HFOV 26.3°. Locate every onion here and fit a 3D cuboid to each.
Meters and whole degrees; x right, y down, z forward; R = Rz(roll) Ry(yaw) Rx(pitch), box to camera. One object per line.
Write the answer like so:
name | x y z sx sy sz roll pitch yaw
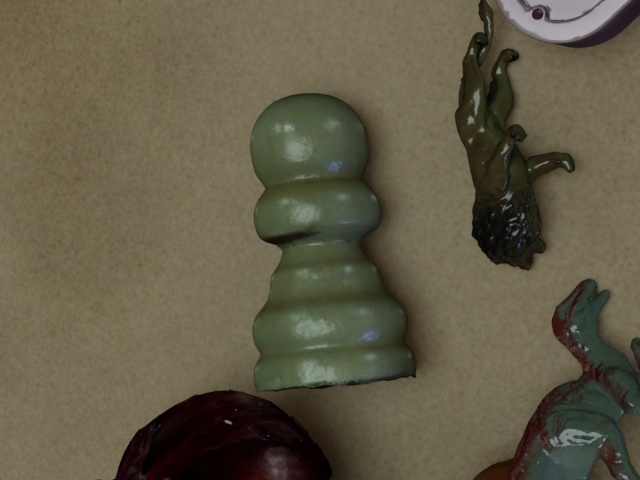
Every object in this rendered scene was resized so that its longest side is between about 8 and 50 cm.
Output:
onion | -0.064 0.242 1.121 0.219 0.252 0.252 -2 90 -22

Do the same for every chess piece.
chess piece | 0.000 0.000 1.126 0.133 0.133 0.243 -9 82 23

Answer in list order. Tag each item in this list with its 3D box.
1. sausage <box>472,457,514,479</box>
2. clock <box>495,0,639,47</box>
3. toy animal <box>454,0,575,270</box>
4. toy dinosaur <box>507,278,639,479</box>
sausage | 0.127 0.294 1.053 0.114 0.113 0.259 18 74 21
clock | 0.287 -0.234 1.008 0.290 0.080 0.275 36 106 18
toy animal | 0.146 -0.084 1.080 0.086 0.069 0.219 -7 88 42
toy dinosaur | 0.181 0.157 1.031 0.242 0.053 0.167 -43 63 -10
